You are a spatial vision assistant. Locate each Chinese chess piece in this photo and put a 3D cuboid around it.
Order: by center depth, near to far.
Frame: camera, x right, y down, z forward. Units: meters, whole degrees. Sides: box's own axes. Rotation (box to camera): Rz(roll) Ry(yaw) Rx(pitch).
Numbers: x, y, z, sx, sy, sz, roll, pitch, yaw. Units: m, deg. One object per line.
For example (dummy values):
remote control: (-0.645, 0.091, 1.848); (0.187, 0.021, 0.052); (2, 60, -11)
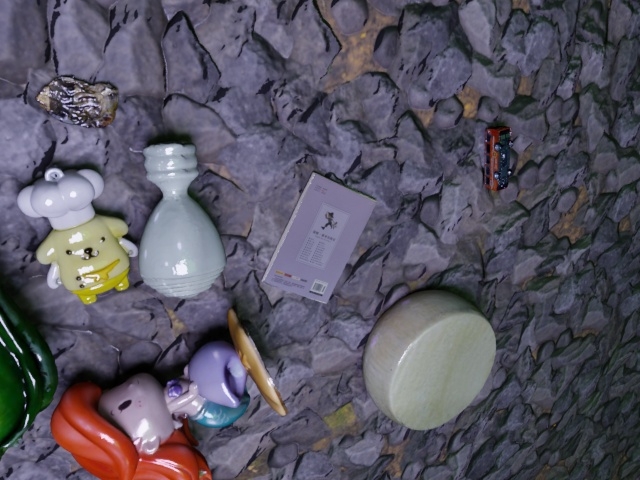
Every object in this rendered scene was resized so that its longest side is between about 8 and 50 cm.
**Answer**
Chinese chess piece: (0.192, 0.209, 0.928); (0.250, 0.101, 0.250); (-11, 114, -26)

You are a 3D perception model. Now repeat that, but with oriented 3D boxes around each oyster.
oyster: (-0.264, -0.150, 0.570); (0.083, 0.019, 0.054); (3, 108, -31)

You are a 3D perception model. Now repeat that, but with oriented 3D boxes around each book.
book: (0.000, 0.000, 0.787); (0.127, 0.014, 0.182); (21, 98, -34)

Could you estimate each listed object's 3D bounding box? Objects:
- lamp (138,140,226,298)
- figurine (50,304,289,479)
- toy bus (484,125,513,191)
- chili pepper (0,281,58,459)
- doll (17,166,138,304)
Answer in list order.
lamp: (-0.171, -0.023, 0.634); (0.106, 0.106, 0.193); (-9, 103, -27)
figurine: (-0.183, 0.228, 0.681); (0.257, 0.181, 0.208); (-27, 149, -11)
toy bus: (0.300, -0.139, 0.888); (0.031, 0.043, 0.110); (-18, 119, -19)
chili pepper: (-0.416, 0.059, 0.487); (0.213, 0.167, 0.385); (-43, 113, -27)
doll: (-0.274, -0.007, 0.596); (0.106, 0.062, 0.163); (-26, 119, -24)
